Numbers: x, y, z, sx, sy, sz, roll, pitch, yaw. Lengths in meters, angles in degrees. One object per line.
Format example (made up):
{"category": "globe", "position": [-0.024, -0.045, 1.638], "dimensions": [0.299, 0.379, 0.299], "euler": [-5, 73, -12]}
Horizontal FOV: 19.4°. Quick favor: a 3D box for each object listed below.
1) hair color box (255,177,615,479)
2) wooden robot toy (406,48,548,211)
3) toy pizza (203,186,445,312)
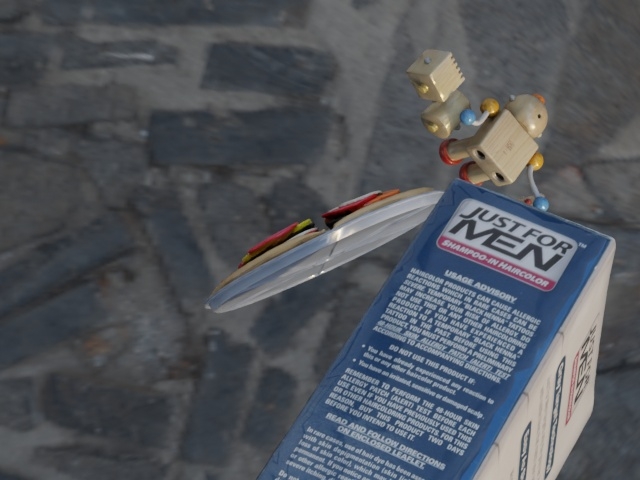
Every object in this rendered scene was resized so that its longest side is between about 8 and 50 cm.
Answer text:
{"category": "hair color box", "position": [0.038, 0.152, 1.009], "dimensions": [0.105, 0.174, 0.347], "euler": [23, 56, 19]}
{"category": "wooden robot toy", "position": [0.136, -0.089, 1.439], "dimensions": [0.173, 0.076, 0.079], "euler": [49, 67, -19]}
{"category": "toy pizza", "position": [0.000, 0.000, 1.414], "dimensions": [0.201, 0.201, 0.032], "euler": [-27, 84, 13]}
